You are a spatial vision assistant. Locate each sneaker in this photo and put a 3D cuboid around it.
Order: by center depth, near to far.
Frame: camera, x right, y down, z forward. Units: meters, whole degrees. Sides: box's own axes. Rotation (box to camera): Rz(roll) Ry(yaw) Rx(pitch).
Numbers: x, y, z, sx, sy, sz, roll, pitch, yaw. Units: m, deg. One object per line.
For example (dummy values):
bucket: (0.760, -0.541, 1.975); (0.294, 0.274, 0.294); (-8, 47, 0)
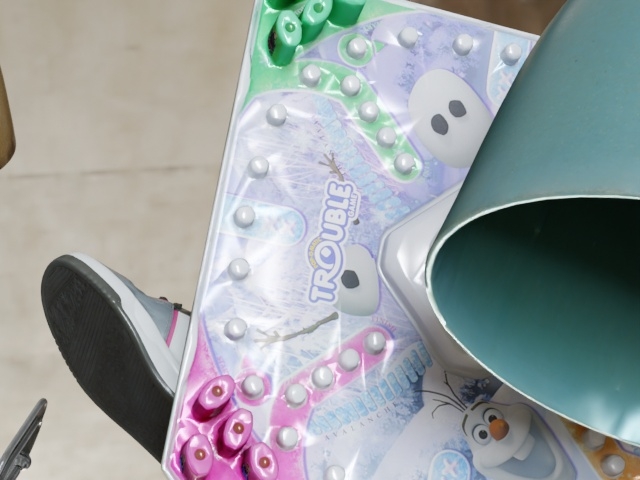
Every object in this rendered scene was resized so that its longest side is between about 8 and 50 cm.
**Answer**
sneaker: (-0.096, 0.101, 1.467); (0.295, 0.178, 0.124); (47, 130, 10)

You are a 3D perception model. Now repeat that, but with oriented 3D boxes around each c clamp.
c clamp: (-0.308, 0.231, 1.613); (0.160, 0.022, 0.137); (-64, -4, -54)

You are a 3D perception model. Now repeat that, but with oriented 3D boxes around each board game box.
board game box: (0.116, 0.020, 1.164); (0.050, 0.390, 0.390); (130, 151, -69)

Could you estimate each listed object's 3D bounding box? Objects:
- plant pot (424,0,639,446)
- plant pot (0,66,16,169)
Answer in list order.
plant pot: (0.230, -0.041, 0.905); (0.293, 0.293, 0.235); (117, 174, -65)
plant pot: (-0.471, -0.219, 1.906); (0.237, 0.237, 0.254); (-114, 25, -55)
